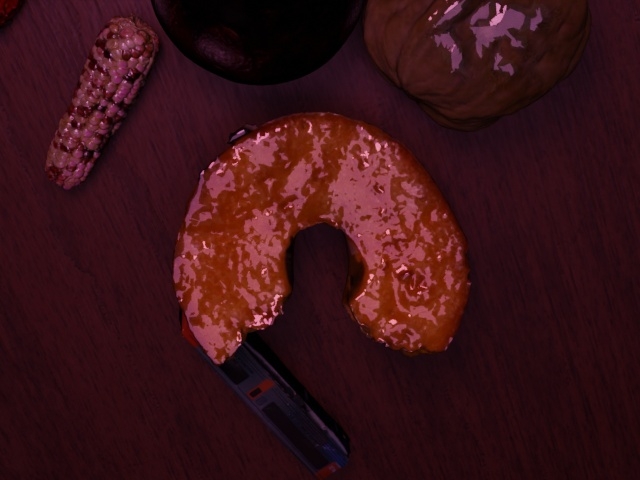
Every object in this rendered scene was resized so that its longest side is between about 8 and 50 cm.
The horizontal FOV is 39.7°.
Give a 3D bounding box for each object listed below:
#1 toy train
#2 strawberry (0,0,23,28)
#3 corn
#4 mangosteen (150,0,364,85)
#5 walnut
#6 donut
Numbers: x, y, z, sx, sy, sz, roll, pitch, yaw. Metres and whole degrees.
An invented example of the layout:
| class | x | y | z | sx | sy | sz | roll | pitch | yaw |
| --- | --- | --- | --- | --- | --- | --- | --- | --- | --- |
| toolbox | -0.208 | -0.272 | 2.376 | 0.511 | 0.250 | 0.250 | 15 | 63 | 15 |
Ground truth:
| class | x | y | z | sx | sy | sz | roll | pitch | yaw |
| --- | --- | --- | --- | --- | --- | --- | --- | --- | --- |
| toy train | -0.104 | 0.228 | 1.463 | 0.089 | 0.086 | 0.409 | -38 | 106 | 12 |
| strawberry | -0.526 | -0.394 | 1.231 | 0.190 | 0.111 | 0.236 | -11 | 108 | 4 |
| corn | -0.328 | -0.206 | 1.316 | 0.092 | 0.092 | 0.280 | 30 | 109 | -11 |
| mangosteen | -0.078 | -0.343 | 1.156 | 0.297 | 0.313 | 0.296 | -5 | 112 | -12 |
| walnut | 0.204 | -0.297 | 1.210 | 0.277 | 0.282 | 0.253 | -45 | 144 | 17 |
| donut | 0.000 | 0.000 | 1.334 | 0.436 | 0.163 | 0.377 | 6 | 95 | -10 |
